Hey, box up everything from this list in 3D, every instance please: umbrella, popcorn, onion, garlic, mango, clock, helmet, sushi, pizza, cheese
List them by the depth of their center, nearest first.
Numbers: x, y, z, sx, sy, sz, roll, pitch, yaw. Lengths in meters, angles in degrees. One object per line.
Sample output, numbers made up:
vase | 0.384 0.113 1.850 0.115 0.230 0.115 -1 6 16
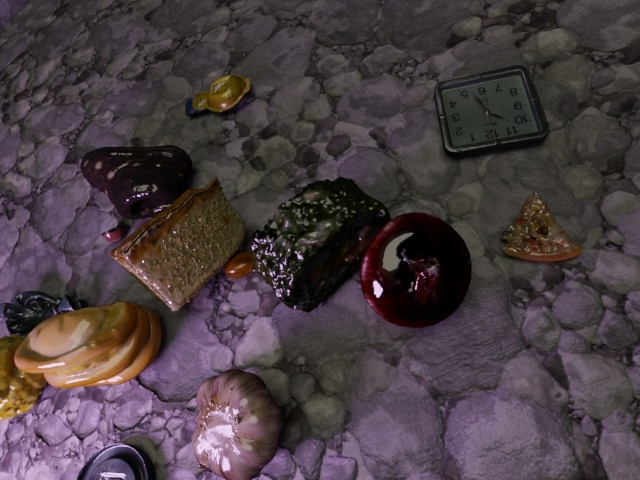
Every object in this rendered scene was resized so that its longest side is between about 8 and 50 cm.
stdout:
onion | 0.225 0.070 0.924 0.273 0.285 0.273 0 87 -5
garlic | -0.187 0.421 0.947 0.245 0.160 0.245 -6 79 30
clock | -0.510 0.620 1.004 0.215 0.042 0.215 -7 64 13
pizza | 0.542 -0.040 1.005 0.185 0.052 0.195 0 65 13
sushi | 0.000 0.000 1.007 0.352 0.294 0.178 -41 65 -9
popcorn | -0.904 0.394 1.140 0.249 0.225 0.249 0 54 0
mango | -0.223 0.070 1.170 0.114 0.060 0.080 -10 47 14
clock | 0.483 -0.375 1.179 0.273 0.049 0.279 -8 64 14
umbrella | -0.890 0.233 1.270 0.349 0.094 0.143 4 62 20
helmet | -0.676 -0.022 1.351 0.065 0.049 0.084 -2 31 49
cheese | -0.381 -0.533 1.495 0.270 0.069 0.177 -14 62 13

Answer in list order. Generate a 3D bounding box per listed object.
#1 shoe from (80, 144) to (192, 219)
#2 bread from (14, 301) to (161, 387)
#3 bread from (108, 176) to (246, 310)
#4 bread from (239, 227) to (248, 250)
shoe | -0.623 -0.183 1.342 0.384 0.171 0.237 -1 61 8
bread | -0.600 0.286 1.073 0.315 0.270 0.211 -17 76 2
bread | -0.406 0.009 1.151 0.279 0.248 0.315 -5 37 47
bread | -0.309 -0.024 1.214 0.152 0.105 0.077 4 74 19
